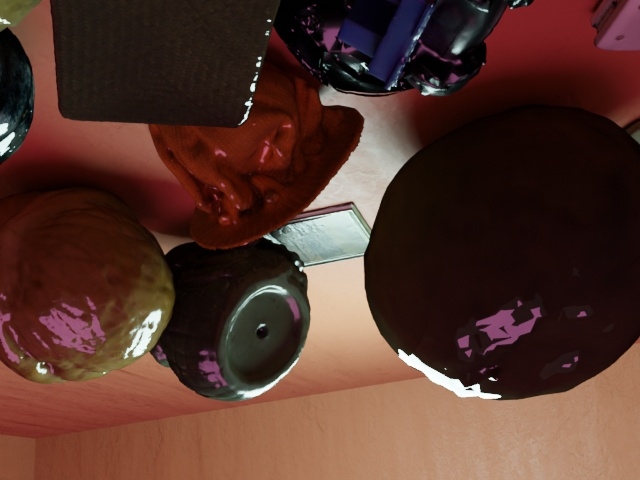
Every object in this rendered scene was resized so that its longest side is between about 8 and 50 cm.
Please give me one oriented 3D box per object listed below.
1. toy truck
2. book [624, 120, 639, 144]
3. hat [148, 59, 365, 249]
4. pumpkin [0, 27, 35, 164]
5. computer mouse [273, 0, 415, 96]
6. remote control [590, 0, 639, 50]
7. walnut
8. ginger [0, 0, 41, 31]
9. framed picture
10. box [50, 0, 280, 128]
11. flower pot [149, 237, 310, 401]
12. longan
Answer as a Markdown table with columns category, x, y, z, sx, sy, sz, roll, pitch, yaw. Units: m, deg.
| category | x | y | z | sx | sy | sz | roll | pitch | yaw |
| --- | --- | --- | --- | --- | --- | --- | --- | --- | --- |
| toy truck | 0.085 | -0.234 | 0.600 | 0.177 | 0.213 | 0.161 | 26 | 154 | -2 |
| book | 0.498 | -0.109 | 1.251 | 0.215 | 0.025 | 0.282 | 3 | 156 | -22 |
| hat | -0.107 | -0.158 | 0.864 | 0.244 | 0.233 | 0.233 | -24 | 127 | 16 |
| pumpkin | -0.404 | -0.147 | 0.751 | 0.233 | 0.162 | 0.233 | -9 | 169 | -2 |
| computer mouse | 0.045 | -0.209 | 0.820 | 0.242 | 0.077 | 0.147 | 14 | 153 | -40 |
| remote control | 0.446 | -0.256 | 0.822 | 0.278 | 0.055 | 0.103 | -1 | 158 | -7 |
| walnut | -0.375 | 0.063 | 1.141 | 0.333 | 0.332 | 0.333 | -5 | 158 | -2 |
| ginger | -0.319 | -0.244 | 0.645 | 0.123 | 0.115 | 0.193 | 15 | 168 | 7 |
| framed picture | 0.000 | 0.000 | 1.422 | 0.197 | 0.014 | 0.252 | -11 | 158 | 14 |
| box | -0.138 | -0.226 | 0.647 | 0.184 | 0.143 | 0.273 | 1 | 157 | -15 |
| flower pot | -0.162 | 0.121 | 1.346 | 0.213 | 0.301 | 0.302 | 14 | 176 | 43 |
| longan | 0.258 | 0.029 | 1.063 | 0.404 | 0.403 | 0.436 | -1 | 162 | -10 |
